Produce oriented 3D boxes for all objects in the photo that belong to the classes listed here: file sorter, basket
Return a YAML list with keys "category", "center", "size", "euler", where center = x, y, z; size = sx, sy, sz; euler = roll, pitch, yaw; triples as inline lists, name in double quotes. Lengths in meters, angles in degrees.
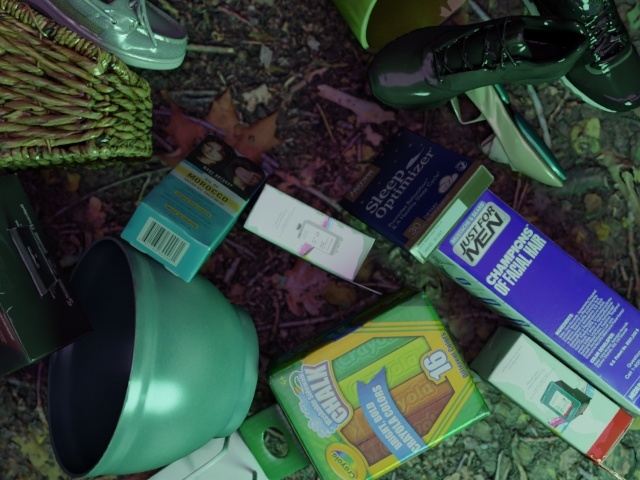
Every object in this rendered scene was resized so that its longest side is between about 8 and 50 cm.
- category: "file sorter"
  center: [-0.119, 0.413, 1.476]
  size: [0.193, 0.173, 0.277]
  euler: [-34, 92, -2]
- category: "basket"
  center: [-0.314, -0.200, 1.401]
  size: [0.214, 0.299, 0.223]
  euler: [-4, 90, -4]

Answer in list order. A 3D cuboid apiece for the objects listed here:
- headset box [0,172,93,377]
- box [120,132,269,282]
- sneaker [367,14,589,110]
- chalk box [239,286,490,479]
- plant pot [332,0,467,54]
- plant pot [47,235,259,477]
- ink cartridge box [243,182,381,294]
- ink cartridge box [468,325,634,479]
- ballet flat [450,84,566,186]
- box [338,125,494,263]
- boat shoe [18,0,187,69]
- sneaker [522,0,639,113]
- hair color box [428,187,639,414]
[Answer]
- category: "headset box"
  center: [-0.426, 0.066, 1.409]
  size: [0.293, 0.110, 0.218]
  euler: [-26, 91, 39]
- category: "box"
  center: [-0.151, -0.047, 1.442]
  size: [0.100, 0.244, 0.060]
  euler: [35, 119, -2]
- category: "sneaker"
  center: [0.199, -0.236, 1.440]
  size: [0.286, 0.130, 0.109]
  euler: [-15, 90, -7]
- category: "chalk box"
  center: [0.039, 0.205, 1.482]
  size: [0.289, 0.179, 0.180]
  euler: [-30, 91, -3]
- category: "plant pot"
  center: [0.064, -0.437, 1.465]
  size: [0.275, 0.275, 0.293]
  euler: [-40, 75, -3]
- category: "plant pot"
  center: [-0.199, 0.152, 1.439]
  size: [0.196, 0.293, 0.293]
  euler: [10, 89, -30]
- category: "ink cartridge box"
  center: [0.000, 0.000, 1.512]
  size: [0.198, 0.115, 0.067]
  euler: [28, 88, -4]
- category: "ink cartridge box"
  center: [0.319, 0.214, 1.521]
  size: [0.231, 0.134, 0.078]
  euler: [37, 88, -3]
- category: "ballet flat"
  center: [0.235, -0.162, 1.553]
  size: [0.086, 0.086, 0.248]
  euler: [-33, 90, -3]
- category: "box"
  center: [0.108, -0.068, 1.472]
  size: [0.136, 0.225, 0.036]
  euler: [-50, 123, -2]
- category: "boat shoe"
  center: [-0.298, -0.325, 1.455]
  size: [0.320, 0.118, 0.103]
  euler: [31, 119, -21]
- category: "sneaker"
  center: [0.346, -0.292, 1.528]
  size: [0.107, 0.124, 0.283]
  euler: [-36, 92, -2]
- category: "hair color box"
  center: [0.293, 0.075, 1.495]
  size: [0.339, 0.185, 0.110]
  euler: [37, 87, -3]
